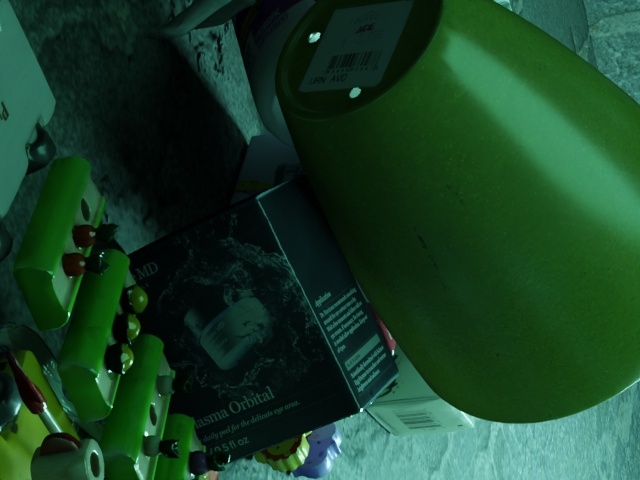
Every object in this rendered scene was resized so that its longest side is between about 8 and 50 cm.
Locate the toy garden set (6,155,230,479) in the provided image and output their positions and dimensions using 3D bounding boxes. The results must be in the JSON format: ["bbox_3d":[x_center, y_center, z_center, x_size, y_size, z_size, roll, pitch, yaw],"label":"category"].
[{"bbox_3d":[-0.107,0.105,0.832,0.204,0.049,0.244,-84,161,-54],"label":"toy garden set"}]

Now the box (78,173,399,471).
[{"bbox_3d":[-0.056,0.060,1.011,0.158,0.156,0.093,64,24,-3],"label":"box"}]

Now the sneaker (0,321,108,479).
[{"bbox_3d":[-0.169,0.118,0.881,0.135,0.052,0.058,55,43,-15],"label":"sneaker"}]

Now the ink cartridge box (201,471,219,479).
[{"bbox_3d":[-0.077,0.268,1.069,0.181,0.056,0.225,-10,93,-70],"label":"ink cartridge box"}]

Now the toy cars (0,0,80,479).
[{"bbox_3d":[-0.202,0.048,0.785,0.176,0.087,0.394,36,46,-69],"label":"toy cars"}]

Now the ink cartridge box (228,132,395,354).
[{"bbox_3d":[0.000,0.000,1.268,0.176,0.127,0.128,-75,149,-46],"label":"ink cartridge box"}]

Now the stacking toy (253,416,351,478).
[{"bbox_3d":[0.005,0.156,1.331,0.221,0.052,0.167,-79,153,-43],"label":"stacking toy"}]

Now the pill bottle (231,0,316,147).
[{"bbox_3d":[-0.003,-0.233,1.245,0.169,0.169,0.302,52,17,-53],"label":"pill bottle"}]

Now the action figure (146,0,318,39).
[{"bbox_3d":[-0.093,-0.324,1.088,0.341,0.178,0.330,-38,119,-70],"label":"action figure"}]

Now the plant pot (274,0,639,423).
[{"bbox_3d":[0.106,-0.055,1.070,0.293,0.274,0.275,44,40,-40],"label":"plant pot"}]

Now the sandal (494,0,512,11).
[{"bbox_3d":[0.138,-0.300,1.784,0.102,0.169,0.416,142,-53,-67],"label":"sandal"}]

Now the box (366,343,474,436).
[{"bbox_3d":[0.105,0.061,1.575,0.113,0.094,0.275,50,36,-55],"label":"box"}]
